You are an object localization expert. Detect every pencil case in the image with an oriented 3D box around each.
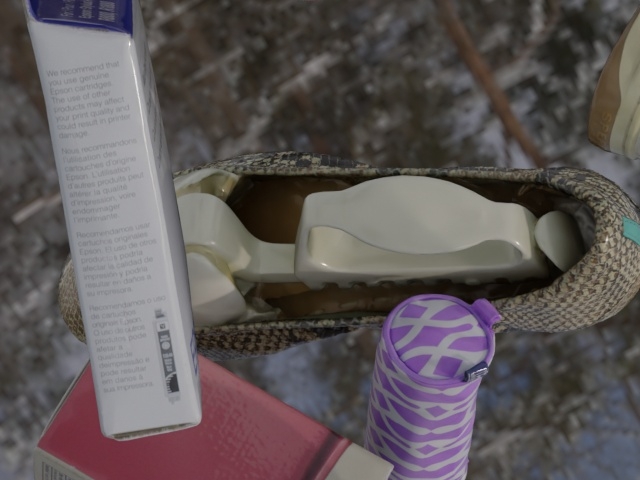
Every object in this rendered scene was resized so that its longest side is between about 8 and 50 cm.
[{"bbox_3d":[0.080,0.120,1.448,0.088,0.206,0.086,-31,-117,-26],"label":"pencil case"}]

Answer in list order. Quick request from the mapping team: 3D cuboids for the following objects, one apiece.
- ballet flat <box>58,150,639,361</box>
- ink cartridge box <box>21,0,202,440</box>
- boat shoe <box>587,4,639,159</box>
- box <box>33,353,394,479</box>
[{"bbox_3d":[0.000,0.000,1.460,0.483,0.182,0.164,-3,-103,16],"label":"ballet flat"},{"bbox_3d":[-0.093,-0.058,0.845,0.045,0.224,0.223,-10,-162,-3],"label":"ink cartridge box"},{"bbox_3d":[0.247,-0.156,0.986,0.098,0.109,0.302,28,-105,18],"label":"boat shoe"},{"bbox_3d":[-0.083,0.177,1.441,0.126,0.232,0.148,-59,177,-22],"label":"box"}]
